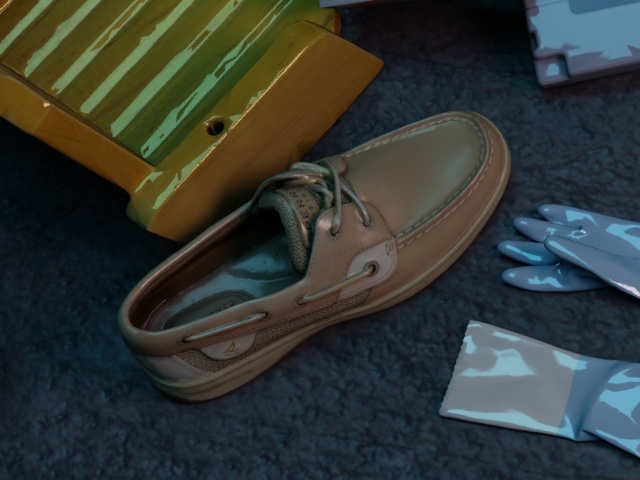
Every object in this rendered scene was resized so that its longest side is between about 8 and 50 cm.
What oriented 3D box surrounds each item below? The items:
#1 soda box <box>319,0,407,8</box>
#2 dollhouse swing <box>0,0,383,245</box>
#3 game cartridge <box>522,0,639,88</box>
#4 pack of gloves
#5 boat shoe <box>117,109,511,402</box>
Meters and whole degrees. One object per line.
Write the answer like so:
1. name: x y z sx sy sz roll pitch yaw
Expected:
1. soda box: 0.086 -0.227 1.602 0.183 0.058 0.063 -5 93 30
2. dollhouse swing: -0.193 -0.203 1.589 0.347 0.305 0.315 34 75 28
3. game cartridge: 0.247 -0.284 1.615 0.198 0.062 0.297 -10 82 4
4. pack of gloves: 0.223 0.063 1.488 0.232 0.046 0.195 12 65 20
5. boat shoe: 0.000 0.000 1.540 0.341 0.110 0.121 -36 60 -6
